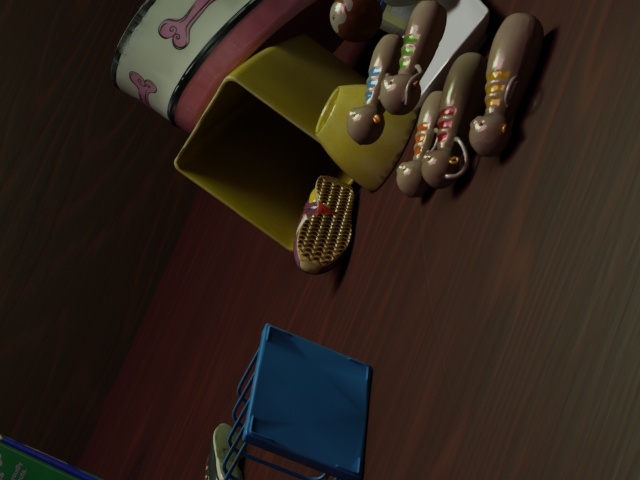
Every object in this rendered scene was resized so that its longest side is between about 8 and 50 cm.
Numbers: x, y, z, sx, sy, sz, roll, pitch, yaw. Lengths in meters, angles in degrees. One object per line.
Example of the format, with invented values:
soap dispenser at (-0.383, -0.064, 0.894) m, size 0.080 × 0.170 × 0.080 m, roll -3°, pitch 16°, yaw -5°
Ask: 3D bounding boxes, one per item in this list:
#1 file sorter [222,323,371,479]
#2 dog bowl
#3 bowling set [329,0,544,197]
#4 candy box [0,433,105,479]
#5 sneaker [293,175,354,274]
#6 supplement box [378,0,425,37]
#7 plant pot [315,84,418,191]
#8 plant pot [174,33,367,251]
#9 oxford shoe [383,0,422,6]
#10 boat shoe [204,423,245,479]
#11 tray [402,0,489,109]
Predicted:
file sorter at (-0.029, 0.189, 1.561) m, size 0.170 × 0.118 × 0.104 m, roll -81°, pitch 17°, yaw -55°
dog bowl at (-0.097, -0.307, 2.261) m, size 0.408 × 0.150 × 0.408 m, roll -41°, pitch -9°, yaw -8°
bowling set at (0.081, -0.148, 1.616) m, size 0.287 × 0.199 × 0.154 m, roll 132°, pitch 159°, yaw -67°
candy box at (-0.303, 0.345, 1.949) m, size 0.122 × 0.317 × 0.268 m, roll -67°, pitch 12°, yaw -11°
sneaker at (0.000, 0.000, 1.989) m, size 0.185 × 0.069 × 0.084 m, roll -70°, pitch 2°, yaw -53°
supplement box at (0.117, -0.304, 2.041) m, size 0.083 × 0.083 × 0.056 m, roll -66°, pitch 11°, yaw -6°
plant pot at (0.050, -0.140, 1.964) m, size 0.134 × 0.095 × 0.134 m, roll -60°, pitch 12°, yaw 23°
plant pot at (-0.037, -0.153, 2.153) m, size 0.187 × 0.212 × 0.212 m, roll -56°, pitch 3°, yaw -41°
oxford shoe at (0.156, -0.344, 1.937) m, size 0.212 × 0.076 × 0.076 m, roll -25°, pitch 81°, yaw 44°
boat shoe at (-0.121, 0.275, 1.959) m, size 0.042 × 0.049 × 0.133 m, roll -51°, pitch 20°, yaw 22°
tray at (0.142, -0.233, 1.876) m, size 0.145 × 0.030 × 0.270 m, roll -52°, pitch 14°, yaw 13°
